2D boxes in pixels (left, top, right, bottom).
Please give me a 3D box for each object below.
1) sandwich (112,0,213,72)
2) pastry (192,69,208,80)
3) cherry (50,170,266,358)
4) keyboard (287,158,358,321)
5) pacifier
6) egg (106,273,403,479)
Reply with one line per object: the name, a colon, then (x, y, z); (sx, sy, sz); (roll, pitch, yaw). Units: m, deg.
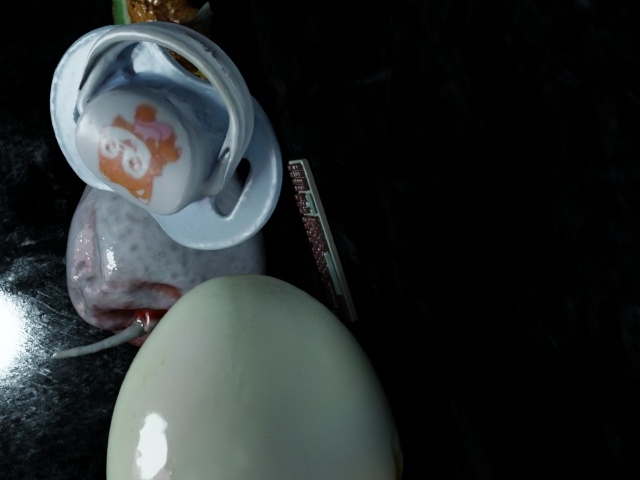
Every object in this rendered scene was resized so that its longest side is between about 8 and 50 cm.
sandwich: (-0.188, -0.279, 1.196); (0.160, 0.109, 0.185); (48, 163, 11)
pastry: (-0.172, -0.206, 1.279); (0.056, 0.080, 0.140); (65, -179, -69)
cherry: (-0.228, -0.004, 1.359); (0.326, 0.291, 0.335); (29, -125, -80)
keyboard: (0.000, 0.000, 0.924); (0.055, 0.017, 0.166); (-160, 52, -77)
pacifier: (-0.157, -0.140, 1.092); (0.299, 0.244, 0.233); (33, -154, 5)
egg: (-0.062, 0.203, 0.901); (0.283, 0.283, 0.345); (-166, 73, -78)
